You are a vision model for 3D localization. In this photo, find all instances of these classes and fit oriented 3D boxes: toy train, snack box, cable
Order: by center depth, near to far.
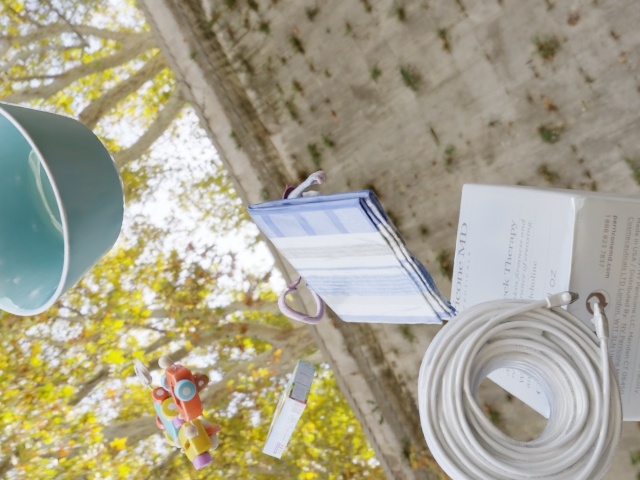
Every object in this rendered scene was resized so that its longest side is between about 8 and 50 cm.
[{"bbox_3d":[-0.141,0.166,0.786,0.046,0.166,0.125,-22,-82,-26],"label":"toy train"},{"bbox_3d":[0.246,0.199,0.947,0.257,0.089,0.257,-3,-111,-5],"label":"cable"},{"bbox_3d":[-0.053,0.288,1.297,0.037,0.141,0.100,23,-149,-2],"label":"snack box"}]

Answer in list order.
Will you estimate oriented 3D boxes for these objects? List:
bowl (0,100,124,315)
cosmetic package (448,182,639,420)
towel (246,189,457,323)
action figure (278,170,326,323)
[{"bbox_3d":[-0.406,-0.064,1.100,0.163,0.311,0.311,-28,-89,-51],"label":"bowl"},{"bbox_3d":[0.446,0.083,1.264,0.327,0.394,0.329,3,-84,-13],"label":"cosmetic package"},{"bbox_3d":[0.049,0.032,1.077,0.285,0.209,0.034,50,-131,-37],"label":"towel"},{"bbox_3d":[0.000,0.000,1.715,0.248,0.276,0.370,29,-168,-39],"label":"action figure"}]
